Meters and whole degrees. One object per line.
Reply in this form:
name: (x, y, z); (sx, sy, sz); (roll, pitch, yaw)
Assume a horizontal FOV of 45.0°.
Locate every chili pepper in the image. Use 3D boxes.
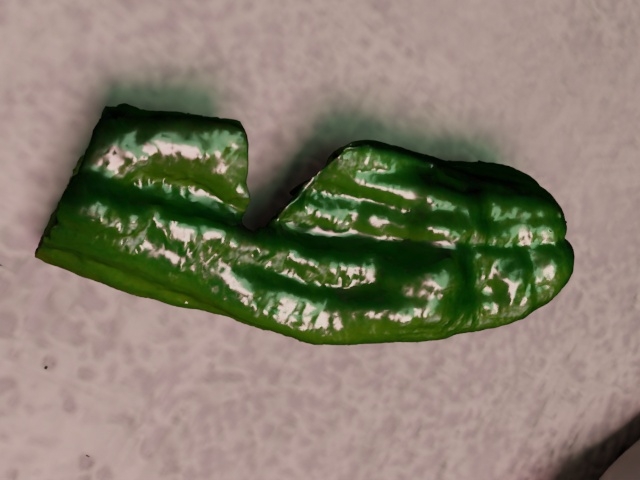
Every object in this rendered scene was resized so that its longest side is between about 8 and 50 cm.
chili pepper: (0.000, -0.002, 0.368); (0.253, 0.083, 0.099); (6, 99, -21)

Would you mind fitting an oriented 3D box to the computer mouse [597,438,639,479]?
computer mouse: (0.258, 0.207, 0.514); (0.297, 0.121, 0.184); (-34, 104, -30)
